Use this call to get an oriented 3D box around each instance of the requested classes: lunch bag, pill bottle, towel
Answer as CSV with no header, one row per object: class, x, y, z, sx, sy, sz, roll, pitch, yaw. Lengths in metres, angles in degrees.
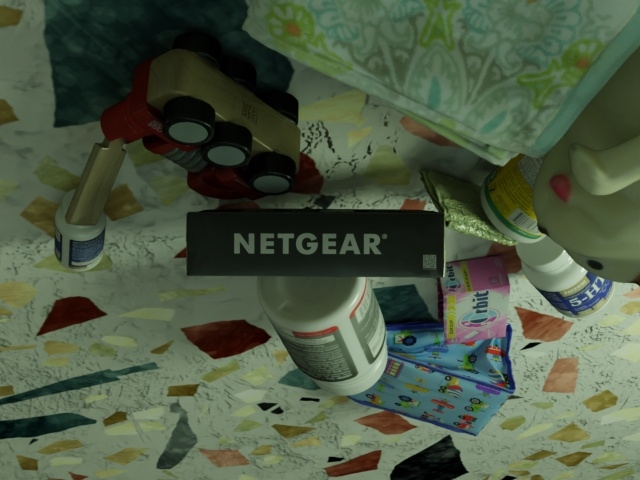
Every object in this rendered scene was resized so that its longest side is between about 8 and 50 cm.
lunch bag,0.174,0.240,1.862,0.293,0.138,0.221,7,148,-7
pill bottle,0.013,0.123,1.594,0.161,0.161,0.283,-13,147,6
pill bottle,0.313,-0.098,1.362,0.117,0.118,0.208,10,142,-27
towel,0.150,-0.259,0.877,0.320,0.090,0.374,23,124,-19
towel,0.207,-0.046,1.430,0.148,0.110,0.027,17,127,-34
pill bottle,-0.322,-0.016,1.388,0.067,0.067,0.120,1,146,-15
pill bottle,0.373,0.038,1.591,0.112,0.112,0.186,-24,144,23

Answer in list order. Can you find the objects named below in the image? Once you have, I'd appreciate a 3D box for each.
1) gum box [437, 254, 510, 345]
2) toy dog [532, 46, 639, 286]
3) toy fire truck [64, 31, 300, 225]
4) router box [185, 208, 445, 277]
gum box,0.250,0.104,1.709,0.107,0.062,0.188,-9,147,1
toy dog,0.379,-0.141,1.119,0.395,0.284,0.408,-6,133,-42
toy fire truck,-0.174,-0.101,1.237,0.246,0.159,0.217,-17,149,34
router box,0.000,0.000,1.324,0.308,0.081,0.243,0,-178,4
